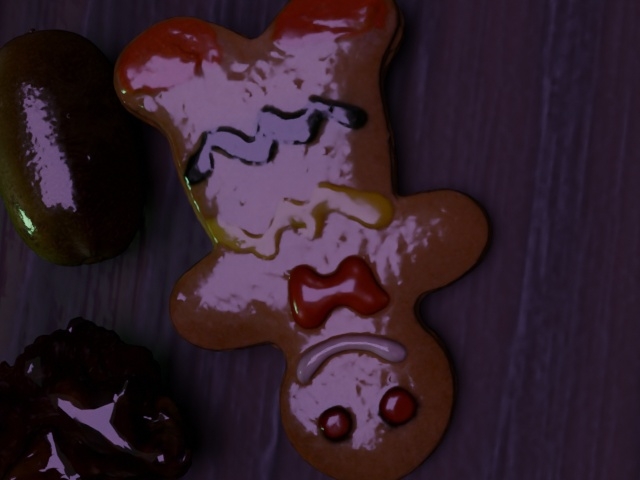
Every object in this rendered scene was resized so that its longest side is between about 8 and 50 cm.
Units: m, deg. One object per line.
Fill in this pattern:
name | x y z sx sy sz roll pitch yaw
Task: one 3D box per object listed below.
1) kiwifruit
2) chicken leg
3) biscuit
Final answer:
kiwifruit | -0.131 -0.048 0.734 0.075 0.075 0.124 -16 90 14
chicken leg | -0.168 0.236 0.712 0.158 0.096 0.407 11 83 0
biscuit | 0.000 0.000 0.702 0.165 0.036 0.250 -15 90 4
